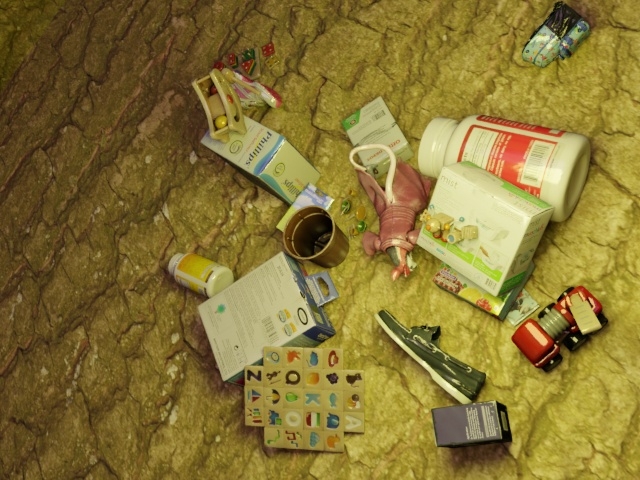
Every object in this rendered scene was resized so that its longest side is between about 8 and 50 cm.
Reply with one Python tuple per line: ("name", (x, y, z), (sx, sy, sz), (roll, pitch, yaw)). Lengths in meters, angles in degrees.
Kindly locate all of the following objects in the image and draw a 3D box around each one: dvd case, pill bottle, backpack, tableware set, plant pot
("dvd case", (0.504, 0.156, 1.646), (0.087, 0.013, 0.119), (-40, 59, 8))
("pill bottle", (-0.398, 0.112, 2.060), (0.215, 0.117, 0.117), (20, 81, 31))
("backpack", (0.657, -0.560, 1.764), (0.117, 0.158, 0.173), (46, 109, 14))
("tableware set", (0.100, -0.084, 1.910), (0.104, 0.024, 0.154), (-34, 54, 45))
("pill bottle", (0.480, -0.208, 1.671), (0.407, 0.229, 0.229), (20, 81, 32))
("plant pot", (0.000, 0.000, 1.872), (0.167, 0.165, 0.167), (-10, 67, 24))

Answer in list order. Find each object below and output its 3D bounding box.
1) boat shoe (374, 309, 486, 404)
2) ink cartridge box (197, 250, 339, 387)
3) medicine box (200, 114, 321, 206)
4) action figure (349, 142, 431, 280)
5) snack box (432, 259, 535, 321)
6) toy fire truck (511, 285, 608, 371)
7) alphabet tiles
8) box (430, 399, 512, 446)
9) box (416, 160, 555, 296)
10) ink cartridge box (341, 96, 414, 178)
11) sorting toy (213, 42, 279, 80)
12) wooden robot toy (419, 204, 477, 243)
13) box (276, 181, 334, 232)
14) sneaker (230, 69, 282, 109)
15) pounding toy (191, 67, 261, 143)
("boat shoe", (0.290, 0.278, 1.643), (0.113, 0.127, 0.340), (-48, 59, 2))
("ink cartridge box", (-0.139, 0.223, 1.866), (0.395, 0.151, 0.270), (-34, 60, 13))
("medicine box", (-0.187, -0.263, 2.009), (0.289, 0.263, 0.149), (32, 87, 32))
("action figure", (0.224, -0.064, 1.736), (0.248, 0.276, 0.370), (-11, 53, 17))
("snack box", (0.432, 0.088, 1.663), (0.207, 0.070, 0.174), (30, 85, 34))
("toy fire truck", (0.563, 0.202, 1.461), (0.217, 0.246, 0.158), (-41, 58, 7))
("alphabet tiles", (-0.047, 0.437, 1.731), (0.342, 0.011, 0.285), (0, 92, 13))
("box", (0.369, 0.449, 1.519), (0.158, 0.156, 0.093), (-14, 66, 22))
("box", (0.396, -0.035, 1.545), (0.262, 0.126, 0.231), (36, 127, 34))
("ink cartridge box", (0.179, -0.318, 1.949), (0.153, 0.087, 0.208), (-30, 59, 13))
("sorting toy", (-0.285, -0.657, 2.339), (0.274, 0.046, 0.132), (-16, 65, 21))
("wooden robot toy", (0.288, -0.027, 1.514), (0.173, 0.079, 0.076), (28, 123, 41))
("box", (-0.045, -0.081, 1.982), (0.109, 0.042, 0.178), (36, 89, 14))
("sneaker", (-0.245, -0.514, 2.239), (0.252, 0.103, 0.111), (31, 101, 30))
("pounding toy", (-0.277, -0.436, 1.876), (0.154, 0.154, 0.270), (-23, 61, 16))
